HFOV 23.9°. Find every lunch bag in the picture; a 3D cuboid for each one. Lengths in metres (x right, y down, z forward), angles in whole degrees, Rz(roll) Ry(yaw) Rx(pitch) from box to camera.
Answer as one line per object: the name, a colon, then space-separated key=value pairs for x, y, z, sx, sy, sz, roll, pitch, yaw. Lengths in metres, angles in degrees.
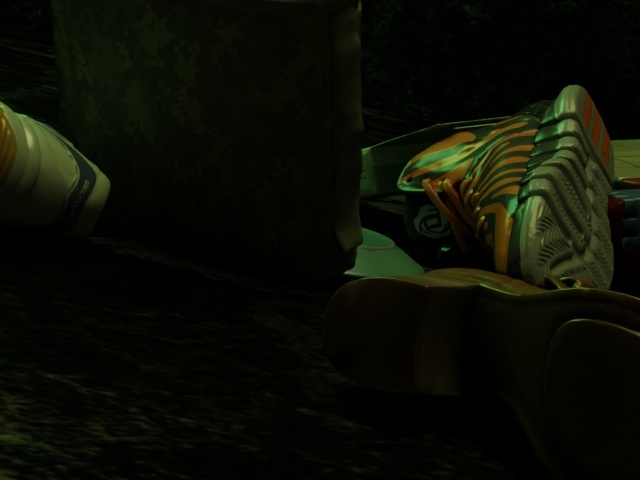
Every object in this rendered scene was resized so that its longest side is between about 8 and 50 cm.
lunch bag: x=-0.069 y=-0.118 z=1.195 sx=0.287 sy=0.235 sz=0.169 roll=23 pitch=35 yaw=37

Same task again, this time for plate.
plate: x=0.000 y=0.000 z=1.298 sx=0.188 sy=0.024 sz=0.188 roll=12 pitch=10 yaw=-2

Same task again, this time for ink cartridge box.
ink cartridge box: x=0.120 y=-0.081 z=1.530 sx=0.171 sy=0.056 sz=0.235 roll=-8 pitch=0 yaw=-32

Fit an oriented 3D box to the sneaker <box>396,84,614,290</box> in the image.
sneaker: x=0.153 y=-0.011 z=1.313 sx=0.180 sy=0.124 sz=0.321 roll=-20 pitch=21 yaw=25

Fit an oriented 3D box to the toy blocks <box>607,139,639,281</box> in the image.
toy blocks: x=0.326 y=-0.029 z=1.515 sx=0.261 sy=0.190 sz=0.381 roll=-3 pitch=14 yaw=-18

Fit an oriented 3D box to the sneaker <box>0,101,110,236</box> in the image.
sneaker: x=-0.268 y=-0.057 z=1.140 sx=0.131 sy=0.112 sz=0.296 roll=27 pitch=-1 yaw=-38

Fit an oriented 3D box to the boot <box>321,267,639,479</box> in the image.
boot: x=0.165 y=0.080 z=0.830 sx=0.283 sy=0.109 sz=0.220 roll=9 pitch=2 yaw=36
